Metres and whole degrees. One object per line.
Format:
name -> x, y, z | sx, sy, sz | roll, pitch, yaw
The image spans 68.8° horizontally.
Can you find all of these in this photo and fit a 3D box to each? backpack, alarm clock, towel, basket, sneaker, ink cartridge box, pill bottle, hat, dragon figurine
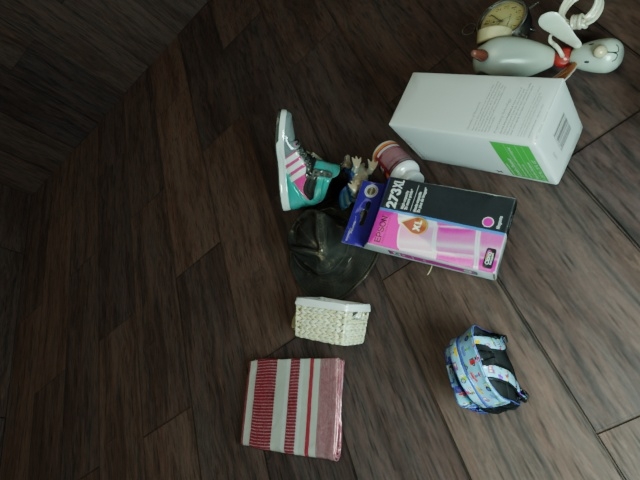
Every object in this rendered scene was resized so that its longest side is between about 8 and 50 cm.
backpack -> 0.305, 0.248, 0.903 | 0.117, 0.173, 0.158 | -27, 55, 27
alarm clock -> 0.465, -0.563, 1.231 | 0.192, 0.064, 0.129 | 16, 80, 39
towel -> -0.077, 0.430, 1.228 | 0.329, 0.037, 0.237 | -11, 65, 37
basket -> 0.027, 0.202, 1.188 | 0.167, 0.113, 0.103 | 3, 86, 37
sneaker -> -0.034, -0.227, 1.336 | 0.179, 0.295, 0.123 | -3, 27, 1
ink cartridge box -> 0.233, -0.042, 1.068 | 0.371, 0.069, 0.175 | 13, 76, 27
pill bottle -> 0.209, -0.194, 1.251 | 0.086, 0.086, 0.152 | -44, 48, 15
hat -> 0.000, 0.000, 1.300 | 0.331, 0.134, 0.331 | -18, 58, 32
dragon figurine -> 0.100, -0.129, 1.275 | 0.144, 0.085, 0.289 | 110, 163, -62

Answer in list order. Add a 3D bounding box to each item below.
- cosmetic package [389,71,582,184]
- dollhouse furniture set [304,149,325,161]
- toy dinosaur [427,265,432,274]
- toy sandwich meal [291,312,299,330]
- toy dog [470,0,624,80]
cosmetic package -> 0.371, -0.266, 1.079 | 0.366, 0.197, 0.155 | 21, 85, 45
dollhouse furniture set -> -0.093, -0.217, 1.499 | 0.182, 0.101, 0.161 | 30, 90, 44
toy dinosaur -> 0.259, 0.002, 1.153 | 0.092, 0.053, 0.183 | -56, 37, 25
toy sandwich meal -> -0.041, 0.226, 1.296 | 0.086, 0.029, 0.085 | -18, 59, 33
toy dog -> 0.480, -0.428, 1.068 | 0.334, 0.161, 0.220 | -15, 89, 38
